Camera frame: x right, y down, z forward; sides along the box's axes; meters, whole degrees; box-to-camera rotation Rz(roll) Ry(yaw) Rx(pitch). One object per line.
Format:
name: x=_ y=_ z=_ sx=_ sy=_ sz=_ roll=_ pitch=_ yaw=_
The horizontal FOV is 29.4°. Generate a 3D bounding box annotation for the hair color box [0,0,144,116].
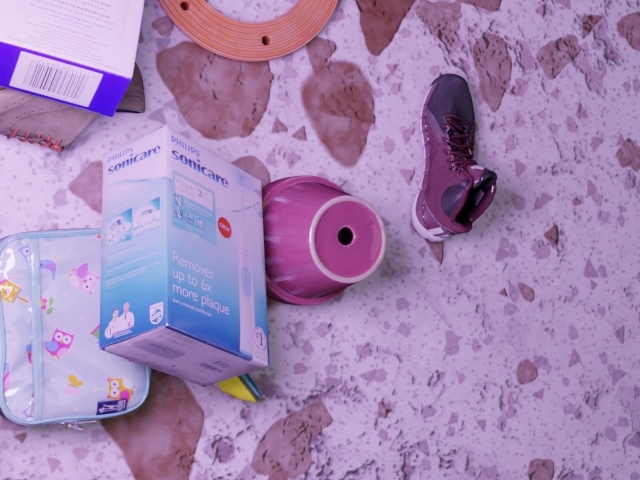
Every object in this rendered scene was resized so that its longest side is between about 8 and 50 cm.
hair color box: x=-0.332 y=-0.348 z=1.636 sx=0.185 sy=0.110 sz=0.338 roll=15 pitch=60 yaw=-19

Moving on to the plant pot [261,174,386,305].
plant pot: x=0.000 y=0.000 z=1.837 sx=0.201 sy=0.180 sz=0.201 roll=0 pitch=90 yaw=-27

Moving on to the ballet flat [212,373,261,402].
ballet flat: x=-0.178 y=0.158 z=1.810 sx=0.077 sy=0.077 sz=0.231 roll=-32 pitch=101 yaw=-2

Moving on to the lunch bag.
lunch bag: x=-0.355 y=0.123 z=1.690 sx=0.224 sy=0.108 sz=0.279 roll=-3 pitch=89 yaw=-28

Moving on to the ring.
ring: x=-0.116 y=-0.440 z=1.869 sx=0.337 sy=0.032 sz=0.336 roll=1 pitch=88 yaw=-28

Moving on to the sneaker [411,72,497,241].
sneaker: x=0.236 y=-0.137 z=1.970 sx=0.106 sy=0.162 sz=0.281 roll=7 pitch=86 yaw=-27

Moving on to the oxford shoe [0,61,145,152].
oxford shoe: x=-0.393 y=-0.176 z=1.673 sx=0.348 sy=0.123 sz=0.130 roll=-24 pitch=104 yaw=-25

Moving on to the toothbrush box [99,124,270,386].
toothbrush box: x=-0.185 y=0.026 z=1.676 sx=0.216 sy=0.126 sz=0.295 roll=30 pitch=47 yaw=-48
